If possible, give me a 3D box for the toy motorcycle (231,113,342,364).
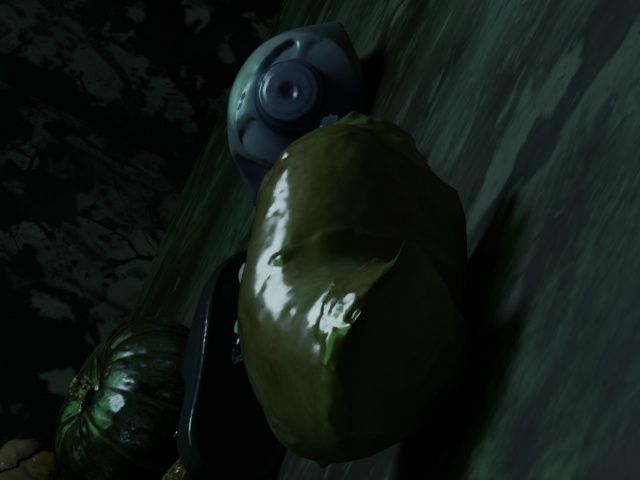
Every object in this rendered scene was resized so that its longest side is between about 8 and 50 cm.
[{"bbox_3d":[0.000,0.000,1.510,0.221,0.102,0.150,-62,14,-17],"label":"toy motorcycle"}]

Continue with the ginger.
[{"bbox_3d":[0.023,0.031,1.122,0.152,0.138,0.267,-45,28,26],"label":"ginger"}]

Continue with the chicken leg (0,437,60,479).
[{"bbox_3d":[-0.359,0.344,1.945,0.409,0.182,0.295,6,-78,-57],"label":"chicken leg"}]

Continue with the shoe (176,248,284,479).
[{"bbox_3d":[-0.071,0.115,1.590,0.093,0.108,0.241,-52,18,46],"label":"shoe"}]

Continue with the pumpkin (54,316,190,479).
[{"bbox_3d":[-0.197,0.183,2.050,0.223,0.157,0.223,-52,22,32],"label":"pumpkin"}]

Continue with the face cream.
[{"bbox_3d":[-0.018,-0.132,2.139,0.420,0.137,0.235,63,-130,-85],"label":"face cream"}]

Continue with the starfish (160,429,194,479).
[{"bbox_3d":[-0.143,0.257,1.822,0.213,0.057,0.238,114,179,-71],"label":"starfish"}]
